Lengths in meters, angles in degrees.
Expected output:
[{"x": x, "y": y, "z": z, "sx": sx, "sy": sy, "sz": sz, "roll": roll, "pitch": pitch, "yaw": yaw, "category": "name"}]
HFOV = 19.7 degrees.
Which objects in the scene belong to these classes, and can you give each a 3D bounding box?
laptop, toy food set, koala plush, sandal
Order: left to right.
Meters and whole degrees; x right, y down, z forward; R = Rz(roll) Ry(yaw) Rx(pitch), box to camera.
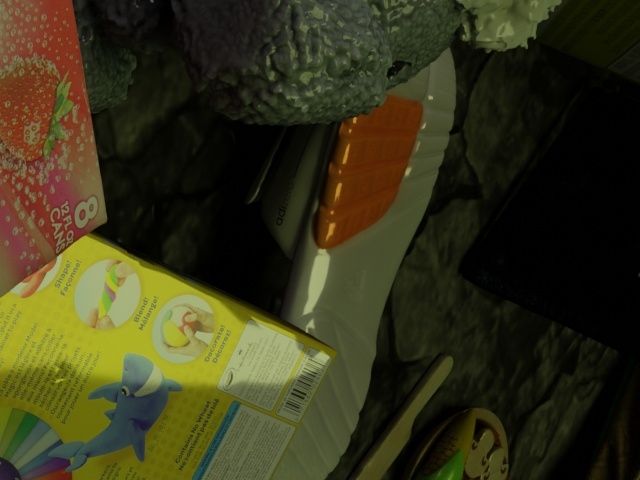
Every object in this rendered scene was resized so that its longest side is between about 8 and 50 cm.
[{"x": -0.006, "y": -0.002, "z": 0.967, "sx": 0.102, "sy": 0.076, "sz": 0.265, "roll": 28, "pitch": 78, "yaw": -56, "category": "sandal"}, {"x": -0.004, "y": -0.133, "z": 0.830, "sx": 0.221, "sy": 0.196, "sz": 0.203, "roll": 14, "pitch": 82, "yaw": -50, "category": "koala plush"}, {"x": 0.091, "y": 0.174, "z": 1.202, "sx": 0.132, "sy": 0.038, "sz": 0.192, "roll": -53, "pitch": 140, "yaw": -23, "category": "toy food set"}, {"x": 0.268, "y": -0.001, "z": 1.194, "sx": 0.264, "sy": 0.234, "sz": 0.136, "roll": -53, "pitch": 147, "yaw": -19, "category": "laptop"}]

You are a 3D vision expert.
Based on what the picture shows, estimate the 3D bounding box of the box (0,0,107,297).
[{"x": -0.188, "y": -0.115, "z": 0.620, "sx": 0.154, "sy": 0.142, "sz": 0.300, "roll": -39, "pitch": 133, "yaw": -46, "category": "box"}]

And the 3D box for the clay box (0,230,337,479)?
[{"x": -0.112, "y": 0.061, "z": 0.832, "sx": 0.222, "sy": 0.053, "sz": 0.127, "roll": 28, "pitch": 90, "yaw": -34, "category": "clay box"}]

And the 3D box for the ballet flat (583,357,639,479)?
[{"x": 0.232, "y": 0.211, "z": 1.329, "sx": 0.342, "sy": 0.124, "sz": 0.116, "roll": -57, "pitch": 141, "yaw": -18, "category": "ballet flat"}]

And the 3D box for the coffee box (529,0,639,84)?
[{"x": 0.307, "y": -0.235, "z": 0.949, "sx": 0.338, "sy": 0.334, "sz": 0.337, "roll": 110, "pitch": 3, "yaw": -86, "category": "coffee box"}]
